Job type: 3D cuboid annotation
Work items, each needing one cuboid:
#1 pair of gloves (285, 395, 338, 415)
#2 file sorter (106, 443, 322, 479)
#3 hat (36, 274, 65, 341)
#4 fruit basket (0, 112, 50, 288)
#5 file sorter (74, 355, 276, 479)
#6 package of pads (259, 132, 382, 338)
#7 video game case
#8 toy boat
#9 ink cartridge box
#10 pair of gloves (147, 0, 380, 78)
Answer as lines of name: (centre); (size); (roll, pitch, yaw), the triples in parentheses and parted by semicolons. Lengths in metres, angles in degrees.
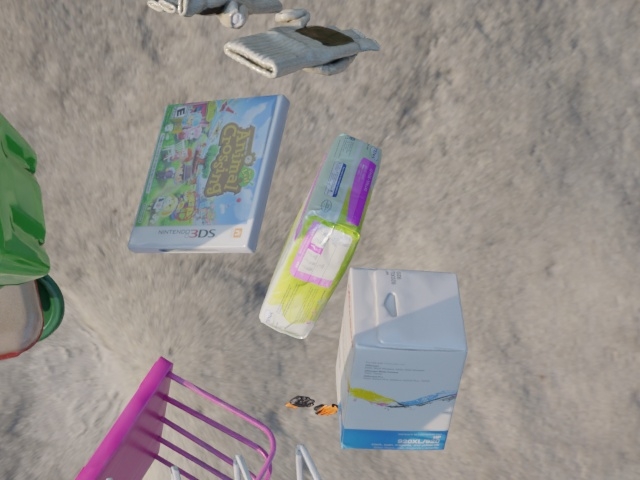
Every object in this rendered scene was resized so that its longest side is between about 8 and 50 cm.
pair of gloves: (-0.012, 0.282, 1.859); (0.083, 0.074, 0.010); (20, 63, -19)
file sorter: (-0.118, 0.319, 1.019); (0.278, 0.193, 0.173); (-8, 114, -14)
hat: (-0.525, 0.064, 1.840); (0.209, 0.183, 0.173); (-5, 119, 0)
fruit basket: (-0.520, -0.018, 1.169); (0.392, 0.392, 0.282); (-9, 70, -9)
file sorter: (-0.180, 0.322, 1.322); (0.182, 0.290, 0.202); (29, 57, 6)
package of pads: (0.000, 0.000, 1.843); (0.101, 0.296, 0.229); (22, 44, -4)
video game case: (-0.144, -0.084, 1.394); (0.193, 0.023, 0.212); (0, 67, 32)
toy boat: (-0.522, 0.087, 1.699); (0.151, 0.151, 0.231); (-10, 72, -20)
ink cartridge box: (0.118, 0.182, 1.666); (0.168, 0.232, 0.171); (2, 41, -4)
pair of gloves: (-0.072, -0.255, 1.239); (0.240, 0.204, 0.042); (35, 119, 29)
